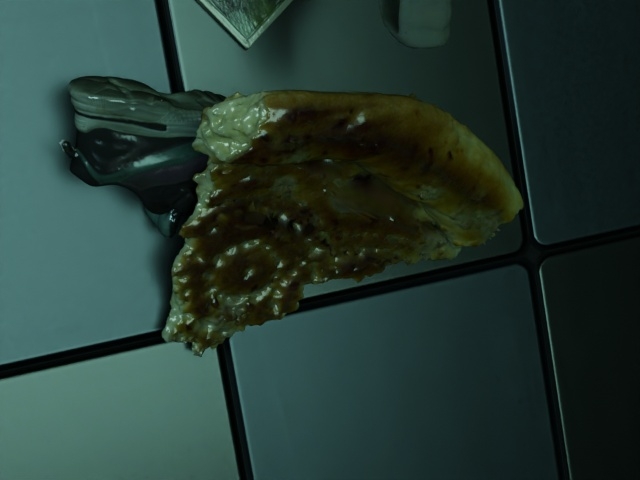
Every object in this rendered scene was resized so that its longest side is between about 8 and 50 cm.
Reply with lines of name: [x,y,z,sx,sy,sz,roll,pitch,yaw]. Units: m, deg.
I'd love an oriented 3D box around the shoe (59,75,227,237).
shoe: [-0.097,-0.049,0.878,0.169,0.071,0.099,10,106,-29]

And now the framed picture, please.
framed picture: [-0.061,-0.186,0.909,0.089,0.006,0.066,45,79,-16]

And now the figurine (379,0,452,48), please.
figurine: [0.060,-0.294,0.799,0.167,0.285,0.343,-18,97,-15]

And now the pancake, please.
pancake: [0.000,0.000,0.890,0.244,0.057,0.266,-48,132,10]
